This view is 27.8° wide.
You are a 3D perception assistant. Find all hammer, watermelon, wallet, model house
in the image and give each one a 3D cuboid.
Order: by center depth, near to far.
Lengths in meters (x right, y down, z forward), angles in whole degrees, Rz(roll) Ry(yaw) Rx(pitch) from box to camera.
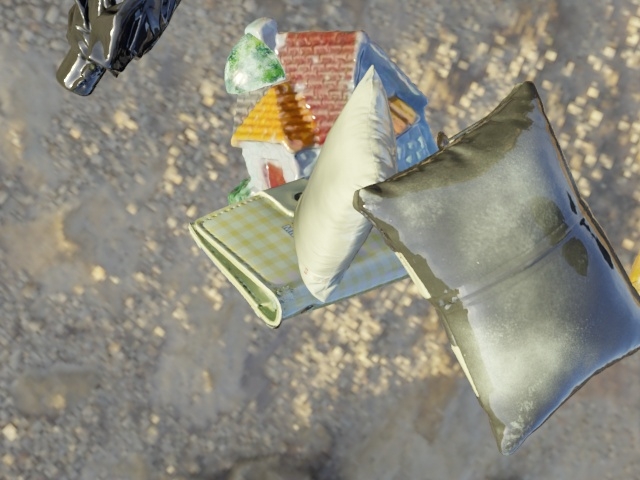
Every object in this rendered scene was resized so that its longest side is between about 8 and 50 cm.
[{"bbox_3d":[0.176,-0.131,1.418,0.123,0.029,0.014,-29,155,36],"label":"hammer"},{"bbox_3d":[-0.091,-0.227,1.728,0.085,0.085,0.061,-67,164,9],"label":"watermelon"},{"bbox_3d":[0.000,0.000,1.734,0.309,0.223,0.077,-16,139,-38],"label":"wallet"},{"bbox_3d":[-0.004,-0.210,2.183,0.297,0.360,0.339,-30,114,-32],"label":"model house"}]

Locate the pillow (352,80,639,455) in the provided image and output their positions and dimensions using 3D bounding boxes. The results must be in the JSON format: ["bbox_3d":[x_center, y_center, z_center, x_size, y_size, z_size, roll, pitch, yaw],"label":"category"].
[{"bbox_3d":[0.157,0.022,1.024,0.186,0.106,0.250,-35,100,-19],"label":"pillow"}]

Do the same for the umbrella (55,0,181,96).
[{"bbox_3d":[-0.163,-0.249,1.196,0.110,0.122,0.272,15,118,-51],"label":"umbrella"}]

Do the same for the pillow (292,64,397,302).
[{"bbox_3d":[0.023,-0.053,1.308,0.078,0.144,0.254,10,151,-9],"label":"pillow"}]

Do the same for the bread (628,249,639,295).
[{"bbox_3d":[0.484,0.076,1.739,0.133,0.174,0.251,2,88,-33],"label":"bread"}]
